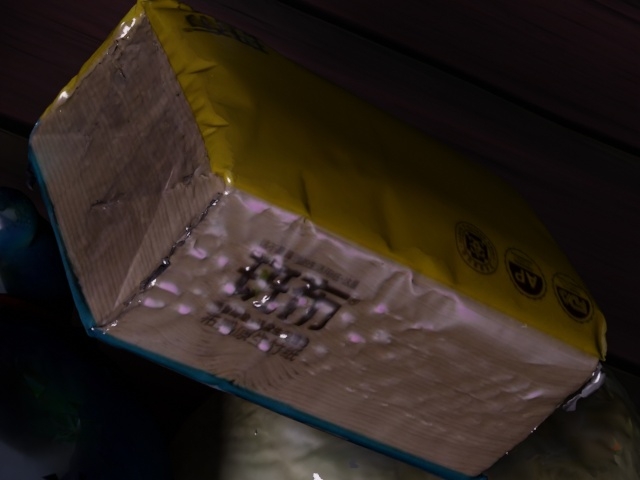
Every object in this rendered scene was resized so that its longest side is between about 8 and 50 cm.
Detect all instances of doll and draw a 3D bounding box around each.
[{"bbox_3d":[-0.181,0.100,0.963,0.198,0.186,0.322,8,47,-34],"label":"doll"}]

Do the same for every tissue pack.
[{"bbox_3d":[0.000,0.000,1.014,0.271,0.134,0.192,25,25,-34],"label":"tissue pack"}]

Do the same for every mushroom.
[{"bbox_3d":[0.076,0.135,1.160,0.344,0.130,0.247,5,54,-33],"label":"mushroom"}]
